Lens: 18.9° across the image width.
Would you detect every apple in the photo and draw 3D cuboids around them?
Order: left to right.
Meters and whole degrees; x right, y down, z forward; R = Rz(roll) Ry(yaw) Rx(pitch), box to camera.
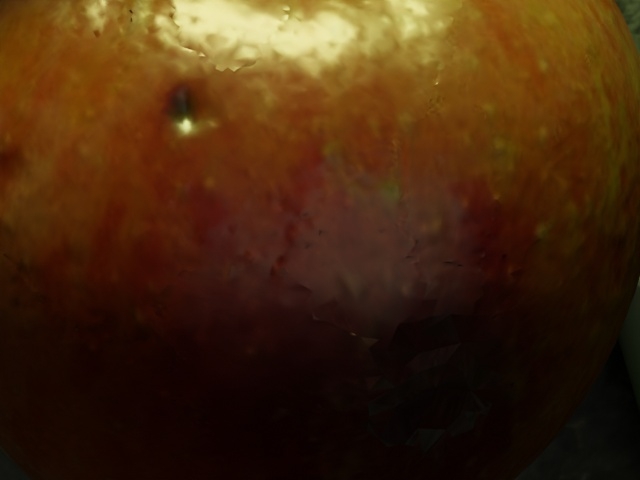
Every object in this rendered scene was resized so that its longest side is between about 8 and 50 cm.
[{"bbox_3d":[0.000,0.000,0.685,0.293,0.163,0.251,-12,124,-17],"label":"apple"}]

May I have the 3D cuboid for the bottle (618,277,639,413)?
[{"bbox_3d":[0.181,0.045,0.820,0.104,0.104,0.245,-25,115,-11],"label":"bottle"}]
